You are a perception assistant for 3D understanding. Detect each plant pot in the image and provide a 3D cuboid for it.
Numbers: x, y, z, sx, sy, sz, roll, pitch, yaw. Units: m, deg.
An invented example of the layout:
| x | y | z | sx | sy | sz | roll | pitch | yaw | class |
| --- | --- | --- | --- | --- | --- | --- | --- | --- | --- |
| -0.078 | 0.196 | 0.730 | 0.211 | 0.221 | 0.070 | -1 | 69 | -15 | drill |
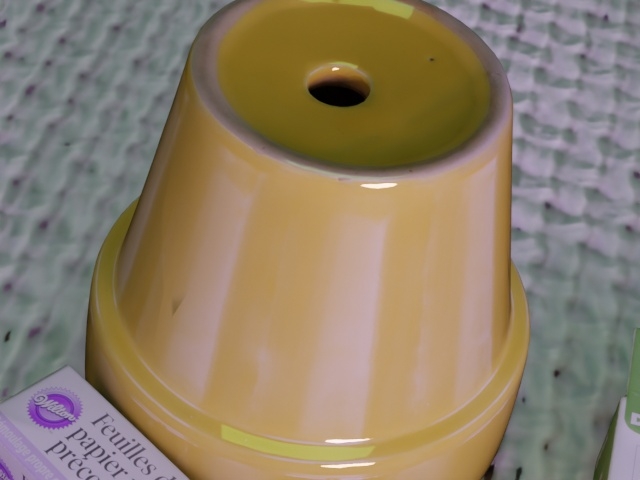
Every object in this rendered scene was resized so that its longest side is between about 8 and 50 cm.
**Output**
| x | y | z | sx | sy | sz | roll | pitch | yaw | class |
| --- | --- | --- | --- | --- | --- | --- | --- | --- | --- |
| 0.000 | 0.000 | 0.860 | 0.254 | 0.239 | 0.254 | 5 | 44 | -4 | plant pot |

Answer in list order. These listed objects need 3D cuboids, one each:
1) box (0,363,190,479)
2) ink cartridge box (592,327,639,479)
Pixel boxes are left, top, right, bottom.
| x | y | z | sx | sy | sz | roll | pitch | yaw | class |
| --- | --- | --- | --- | --- | --- | --- | --- | --- | --- |
| -0.049 | 0.189 | 0.781 | 0.063 | 0.067 | 0.324 | -31 | 58 | -34 | box |
| 0.204 | 0.153 | 0.865 | 0.109 | 0.062 | 0.209 | 15 | 44 | 5 | ink cartridge box |
